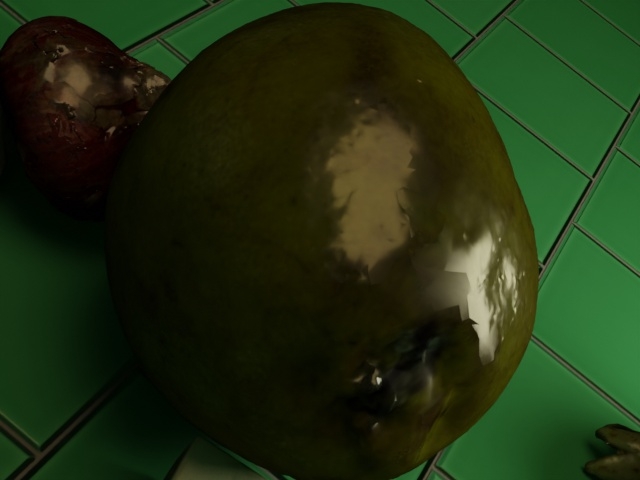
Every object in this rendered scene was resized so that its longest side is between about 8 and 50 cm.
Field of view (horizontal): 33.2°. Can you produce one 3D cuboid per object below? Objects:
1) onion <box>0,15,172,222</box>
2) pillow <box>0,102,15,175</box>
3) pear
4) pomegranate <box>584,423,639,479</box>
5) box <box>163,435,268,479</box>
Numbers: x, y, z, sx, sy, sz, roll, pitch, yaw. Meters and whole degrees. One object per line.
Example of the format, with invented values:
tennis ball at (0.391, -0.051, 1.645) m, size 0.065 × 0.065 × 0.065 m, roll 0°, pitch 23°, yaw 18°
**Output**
onion at (-0.190, -0.109, 0.917) m, size 0.147 × 0.184 × 0.184 m, roll -16°, pitch 48°, yaw 6°
pillow at (-0.384, -0.111, 0.856) m, size 0.280 × 0.076 × 0.274 m, roll 23°, pitch 39°, yaw -16°
pear at (0.000, 0.000, 0.825) m, size 0.351 × 0.352 × 0.413 m, roll 25°, pitch 28°, yaw -13°
pomegranate at (0.391, 0.224, 1.016) m, size 0.211 × 0.263 × 0.211 m, roll -5°, pitch 96°, yaw -57°
box at (-0.023, 0.272, 0.734) m, size 0.256 × 0.069 × 0.164 m, roll 34°, pitch 38°, yaw -3°
